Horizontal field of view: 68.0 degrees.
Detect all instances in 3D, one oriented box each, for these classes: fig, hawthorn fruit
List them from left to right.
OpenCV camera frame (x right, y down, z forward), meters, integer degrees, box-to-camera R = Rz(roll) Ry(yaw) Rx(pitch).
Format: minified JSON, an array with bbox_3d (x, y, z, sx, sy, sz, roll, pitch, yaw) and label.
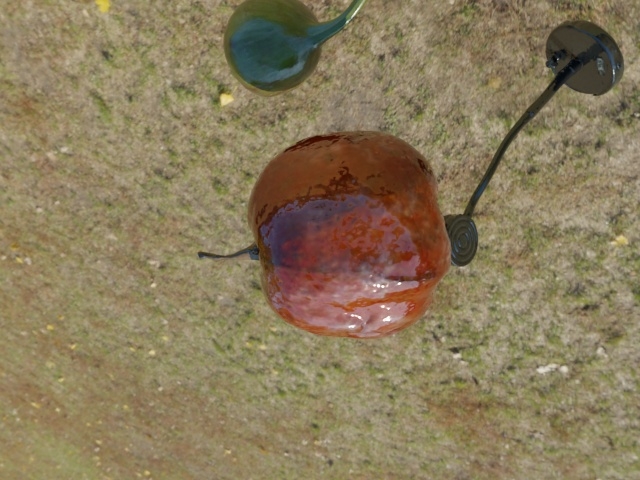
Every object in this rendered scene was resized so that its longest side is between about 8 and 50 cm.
[{"bbox_3d":[-0.021,-0.289,0.656,0.246,0.149,0.149,-5,127,36],"label":"fig"},{"bbox_3d":[0.000,0.000,0.530,0.272,0.241,0.241,-6,134,-9],"label":"hawthorn fruit"}]

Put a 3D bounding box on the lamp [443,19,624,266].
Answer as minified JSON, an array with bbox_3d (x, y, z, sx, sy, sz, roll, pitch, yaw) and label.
[{"bbox_3d":[0.267,-0.126,0.596,0.109,0.371,0.130,12,147,52],"label":"lamp"}]
